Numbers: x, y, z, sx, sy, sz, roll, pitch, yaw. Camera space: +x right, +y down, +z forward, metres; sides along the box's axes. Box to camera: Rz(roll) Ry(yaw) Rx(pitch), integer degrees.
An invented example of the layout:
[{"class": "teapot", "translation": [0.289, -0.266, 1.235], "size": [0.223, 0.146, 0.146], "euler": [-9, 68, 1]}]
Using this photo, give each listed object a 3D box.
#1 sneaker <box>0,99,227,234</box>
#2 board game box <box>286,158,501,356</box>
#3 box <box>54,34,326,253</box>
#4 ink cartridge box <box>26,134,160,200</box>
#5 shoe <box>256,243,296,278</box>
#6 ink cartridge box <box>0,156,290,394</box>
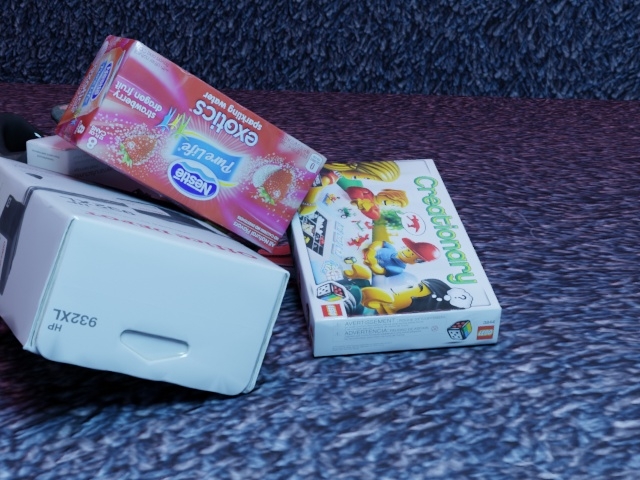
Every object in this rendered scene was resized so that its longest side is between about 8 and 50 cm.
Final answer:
[{"class": "sneaker", "translation": [-0.286, -0.092, 1.468], "size": [0.483, 0.202, 0.185], "euler": [6, 18, 22]}, {"class": "board game box", "translation": [0.065, 0.009, 1.205], "size": [0.193, 0.053, 0.305], "euler": [-3, 35, -9]}, {"class": "box", "translation": [-0.141, -0.104, 1.182], "size": [0.257, 0.128, 0.122], "euler": [30, -1, -28]}, {"class": "ink cartridge box", "translation": [-0.264, -0.031, 1.278], "size": [0.082, 0.191, 0.139], "euler": [14, 22, 38]}, {"class": "shoe", "translation": [0.000, 0.000, 1.348], "size": [0.178, 0.081, 0.063], "euler": [-1, 16, 2]}, {"class": "ink cartridge box", "translation": [-0.204, 0.026, 1.067], "size": [0.223, 0.129, 0.307], "euler": [16, 5, -31]}]
